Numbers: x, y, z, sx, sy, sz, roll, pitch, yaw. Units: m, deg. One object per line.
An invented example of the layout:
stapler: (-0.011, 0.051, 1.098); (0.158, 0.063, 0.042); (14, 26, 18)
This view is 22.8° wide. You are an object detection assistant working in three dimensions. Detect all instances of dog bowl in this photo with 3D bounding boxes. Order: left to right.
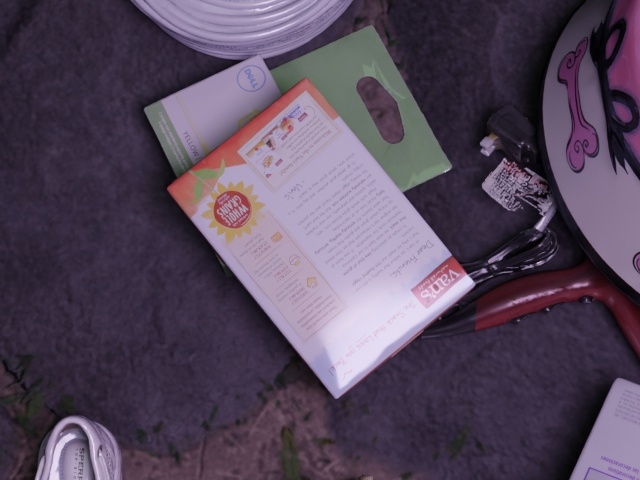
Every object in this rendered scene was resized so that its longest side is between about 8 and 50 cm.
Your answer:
dog bowl: (0.401, -0.111, 1.359); (0.407, 0.150, 0.408); (5, 65, -10)

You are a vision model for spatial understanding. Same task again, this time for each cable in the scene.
cable: (-0.076, -0.296, 1.495); (0.257, 0.089, 0.257); (31, 77, 8)

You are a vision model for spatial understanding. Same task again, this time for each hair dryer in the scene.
hair dryer: (0.219, 0.039, 1.416); (0.293, 0.080, 0.224); (33, 90, 16)

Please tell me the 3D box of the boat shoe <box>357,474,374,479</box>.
boat shoe: (0.029, 0.248, 1.341); (0.257, 0.095, 0.095); (6, 60, -4)

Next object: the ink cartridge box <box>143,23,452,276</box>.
ink cartridge box: (-0.019, -0.092, 1.453); (0.235, 0.056, 0.171); (-26, 75, -5)

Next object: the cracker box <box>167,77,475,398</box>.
cracker box: (0.000, 0.000, 1.367); (0.155, 0.067, 0.232); (-38, 86, -5)

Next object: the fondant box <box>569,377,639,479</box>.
fondant box: (0.284, 0.295, 1.245); (0.238, 0.096, 0.330); (21, 54, 17)

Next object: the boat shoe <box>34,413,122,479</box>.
boat shoe: (-0.209, 0.281, 1.320); (0.098, 0.096, 0.277); (-5, 74, -2)
